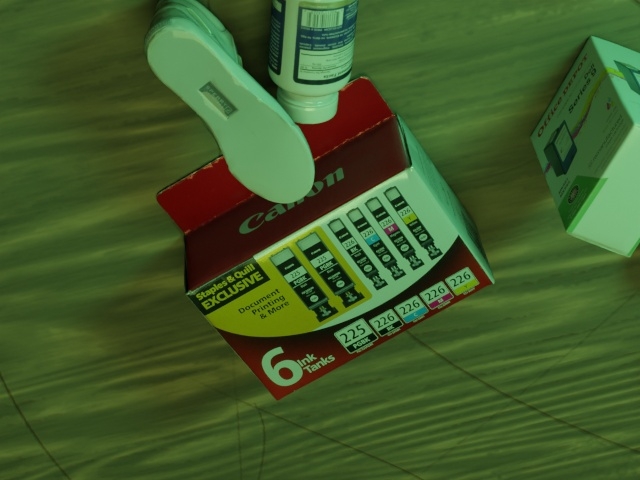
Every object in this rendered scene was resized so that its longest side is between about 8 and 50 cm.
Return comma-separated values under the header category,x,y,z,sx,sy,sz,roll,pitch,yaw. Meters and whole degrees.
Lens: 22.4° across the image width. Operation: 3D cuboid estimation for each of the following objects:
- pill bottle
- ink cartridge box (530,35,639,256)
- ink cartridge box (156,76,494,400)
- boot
category,x,y,z,sx,sy,sz,roll,pitch,yaw
pill bottle,-0.010,-0.218,1.780,0.094,0.094,0.169,0,125,-8
ink cartridge box,0.329,-0.110,1.832,0.093,0.212,0.154,20,121,-16
ink cartridge box,0.000,0.000,1.912,0.309,0.130,0.272,-30,122,13
boot,-0.093,-0.165,1.785,0.095,0.123,0.258,-29,117,18
